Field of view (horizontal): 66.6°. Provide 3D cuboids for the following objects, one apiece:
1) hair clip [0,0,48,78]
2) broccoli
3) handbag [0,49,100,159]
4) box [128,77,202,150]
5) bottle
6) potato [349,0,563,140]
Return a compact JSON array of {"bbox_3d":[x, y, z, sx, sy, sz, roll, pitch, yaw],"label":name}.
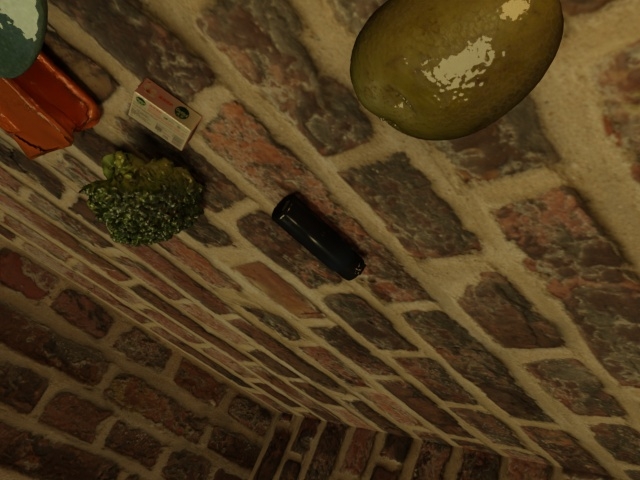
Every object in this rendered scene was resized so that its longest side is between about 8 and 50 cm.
[{"bbox_3d":[-0.302,-0.398,0.491,0.392,0.238,0.318,-5,138,39],"label":"hair clip"},{"bbox_3d":[-0.402,-0.118,1.123,0.245,0.248,0.288,61,164,11],"label":"broccoli"},{"bbox_3d":[-0.681,-0.355,0.999,0.304,0.116,0.410,1,142,42],"label":"handbag"},{"bbox_3d":[-0.303,-0.242,0.947,0.125,0.043,0.089,35,150,-16],"label":"box"},{"bbox_3d":[0.000,0.000,1.073,0.244,0.072,0.082,41,159,-25],"label":"bottle"},{"bbox_3d":[0.150,-0.207,0.540,0.174,0.159,0.251,18,152,-39],"label":"potato"}]
